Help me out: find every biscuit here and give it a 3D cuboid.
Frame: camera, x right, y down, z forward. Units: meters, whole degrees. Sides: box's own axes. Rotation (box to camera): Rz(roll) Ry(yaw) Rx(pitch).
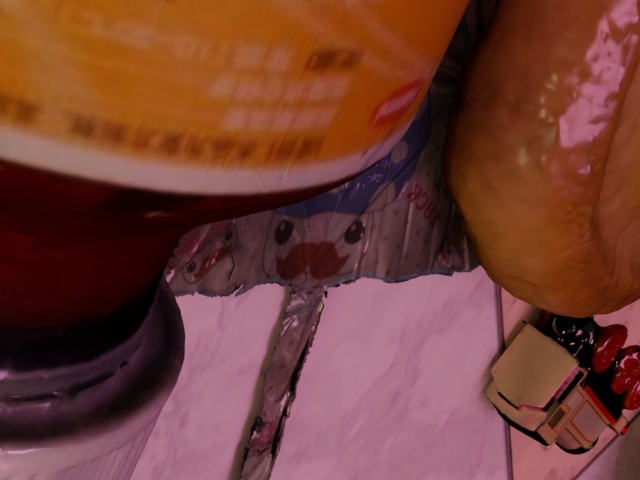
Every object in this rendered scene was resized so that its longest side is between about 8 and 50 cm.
[{"bbox_3d":[0.153,-0.081,0.964,0.213,0.091,0.274,-21,133,-51],"label":"biscuit"}]

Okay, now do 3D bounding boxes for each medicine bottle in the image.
[{"bbox_3d":[-0.093,-0.066,0.549,0.242,0.242,0.395,-14,141,-48],"label":"medicine bottle"}]

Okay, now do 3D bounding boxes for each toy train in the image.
[{"bbox_3d":[0.151,0.087,1.149,0.087,0.050,0.138,-51,148,-3],"label":"toy train"}]

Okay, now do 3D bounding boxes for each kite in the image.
[{"bbox_3d":[0.000,0.000,0.911,0.335,0.011,0.314,-4,120,-51],"label":"kite"}]
